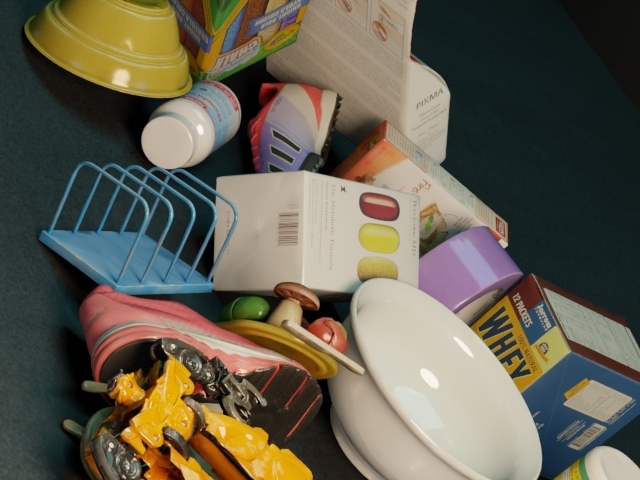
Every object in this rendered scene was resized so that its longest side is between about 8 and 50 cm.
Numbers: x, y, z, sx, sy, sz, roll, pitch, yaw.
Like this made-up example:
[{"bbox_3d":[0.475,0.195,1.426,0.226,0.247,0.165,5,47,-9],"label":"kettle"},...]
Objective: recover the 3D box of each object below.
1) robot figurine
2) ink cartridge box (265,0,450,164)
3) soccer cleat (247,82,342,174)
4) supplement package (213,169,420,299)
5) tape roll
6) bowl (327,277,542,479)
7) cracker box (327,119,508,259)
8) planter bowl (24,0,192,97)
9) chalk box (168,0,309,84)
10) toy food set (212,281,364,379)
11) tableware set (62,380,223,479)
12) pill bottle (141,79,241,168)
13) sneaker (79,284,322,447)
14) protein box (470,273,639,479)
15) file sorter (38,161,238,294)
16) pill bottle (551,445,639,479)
[{"bbox_3d":[-0.100,0.231,1.565,0.291,0.085,0.211,47,40,-14],"label":"robot figurine"},{"bbox_3d":[0.048,-0.301,2.303,0.091,0.385,0.308,-32,58,-25],"label":"ink cartridge box"},{"bbox_3d":[-0.052,-0.110,2.238,0.116,0.109,0.318,15,36,0],"label":"soccer cleat"},{"bbox_3d":[0.000,0.000,2.021,0.244,0.133,0.139,8,82,-54],"label":"supplement package"},{"bbox_3d":[0.163,0.070,2.171,0.080,0.189,0.189,53,25,17],"label":"tape roll"},{"bbox_3d":[0.106,0.198,1.948,0.298,0.134,0.298,37,25,-21],"label":"bowl"},{"bbox_3d":[0.120,-0.030,2.294,0.232,0.155,0.067,39,25,-16],"label":"cracker box"},{"bbox_3d":[-0.244,-0.265,2.064,0.217,0.090,0.217,19,24,-9],"label":"planter bowl"},{"bbox_3d":[-0.134,-0.338,2.270,0.179,0.289,0.180,-30,72,-27],"label":"chalk box"},{"bbox_3d":[-0.034,0.091,1.798,0.128,0.218,0.071,32,69,-25],"label":"toy food set"},{"bbox_3d":[-0.154,0.212,1.621,0.194,0.039,0.128,14,55,-41],"label":"tableware set"},{"bbox_3d":[-0.162,-0.140,2.092,0.087,0.087,0.160,46,24,-2],"label":"pill bottle"},{"bbox_3d":[-0.119,0.117,1.738,0.314,0.116,0.136,27,20,-44],"label":"sneaker"},{"bbox_3d":[0.289,0.181,2.190,0.201,0.200,0.136,25,32,-39],"label":"protein box"},{"bbox_3d":[-0.186,-0.016,1.800,0.118,0.104,0.170,34,17,28],"label":"file sorter"},{"bbox_3d":[0.276,0.336,1.920,0.117,0.208,0.118,36,27,-21],"label":"pill bottle"}]
